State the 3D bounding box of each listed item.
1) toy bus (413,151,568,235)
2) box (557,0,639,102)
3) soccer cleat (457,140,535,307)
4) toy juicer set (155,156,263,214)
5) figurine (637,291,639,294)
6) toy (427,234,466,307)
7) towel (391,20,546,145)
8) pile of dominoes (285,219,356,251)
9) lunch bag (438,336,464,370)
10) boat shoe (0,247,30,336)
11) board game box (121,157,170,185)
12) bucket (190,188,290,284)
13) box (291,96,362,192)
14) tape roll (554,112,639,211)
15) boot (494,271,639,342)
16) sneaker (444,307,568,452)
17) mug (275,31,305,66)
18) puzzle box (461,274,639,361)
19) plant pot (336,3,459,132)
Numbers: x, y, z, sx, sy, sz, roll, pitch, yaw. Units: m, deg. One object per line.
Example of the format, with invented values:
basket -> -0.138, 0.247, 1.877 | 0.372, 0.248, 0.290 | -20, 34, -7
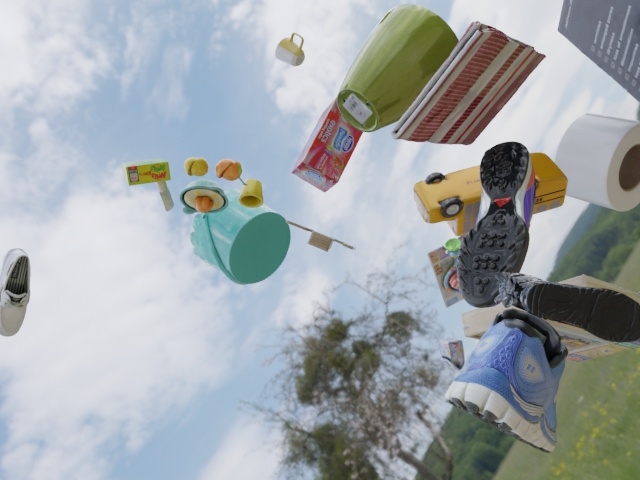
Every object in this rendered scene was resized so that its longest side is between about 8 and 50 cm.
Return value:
toy bus -> 0.385, -0.105, 1.527 | 0.333, 0.108, 0.130 | -16, -44, -6
box -> 0.824, -0.612, 1.522 | 0.298, 0.471, 0.479 | -15, -44, -10
soccer cleat -> 0.300, -0.014, 1.088 | 0.116, 0.109, 0.318 | 52, -135, -42
toy juicer set -> -0.336, -0.136, 1.821 | 0.209, 0.329, 0.089 | 54, -147, -54
figurine -> 0.796, 0.141, 1.395 | 0.210, 0.215, 0.092 | -28, 29, 25
toy -> 0.377, 0.090, 1.766 | 0.137, 0.056, 0.237 | -28, -50, -1
towel -> 0.275, -0.274, 1.225 | 0.329, 0.037, 0.237 | -9, -38, -55
pile of dominoes -> 0.000, 0.000, 1.877 | 0.251, 0.196, 0.040 | 15, -83, -85
lunch bag -> 0.361, 0.313, 1.836 | 0.053, 0.083, 0.071 | -10, 2, -13
boat shoe -> -0.764, 0.133, 1.650 | 0.083, 0.076, 0.226 | 0, -82, -38
board game box -> -0.404, -0.160, 1.538 | 0.092, 0.181, 0.043 | -11, -78, -18
bucket -> -0.240, -0.007, 2.060 | 0.281, 0.183, 0.281 | -25, -51, -35
box -> 0.033, -0.293, 2.038 | 0.256, 0.128, 0.123 | -63, 13, -20
tape roll -> 0.786, -0.216, 1.831 | 0.246, 0.169, 0.245 | -13, -66, -32
boot -> 0.231, 0.060, 0.634 | 0.099, 0.121, 0.045 | -101, 24, -89
sneaker -> 0.261, 0.175, 0.848 | 0.147, 0.130, 0.330 | -61, -25, -6
mug -> -0.074, -0.487, 1.721 | 0.062, 0.064, 0.078 | -39, -25, -27
puzzle box -> 0.514, 0.168, 1.330 | 0.409, 0.052, 0.272 | 16, -29, -36
plant pot -> 0.183, -0.425, 1.765 | 0.293, 0.275, 0.274 | -46, -25, -24
